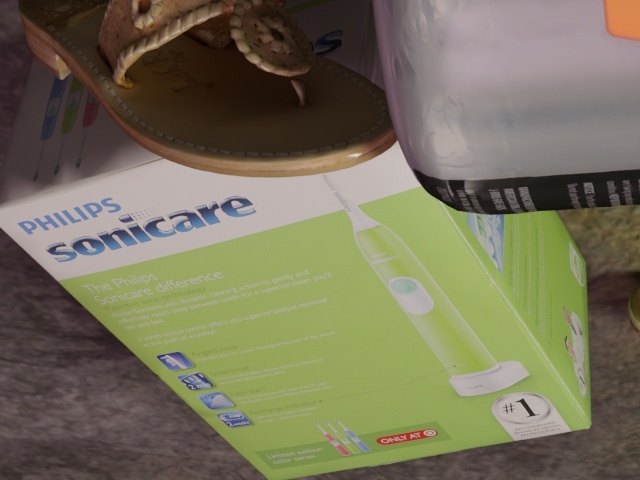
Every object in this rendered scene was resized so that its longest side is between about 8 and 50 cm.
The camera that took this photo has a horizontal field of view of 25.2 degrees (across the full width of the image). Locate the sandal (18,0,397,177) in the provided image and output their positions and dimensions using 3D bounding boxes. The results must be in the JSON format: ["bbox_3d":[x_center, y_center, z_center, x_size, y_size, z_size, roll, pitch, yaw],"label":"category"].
[{"bbox_3d":[-0.066,-0.099,0.600,0.240,0.088,0.079,29,139,46],"label":"sandal"}]

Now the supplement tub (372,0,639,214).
[{"bbox_3d":[0.194,-0.121,0.496,0.338,0.207,0.207,-4,142,14],"label":"supplement tub"}]

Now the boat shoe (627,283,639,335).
[{"bbox_3d":[0.251,0.060,0.855,0.153,0.056,0.048,7,139,-13],"label":"boat shoe"}]

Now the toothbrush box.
[{"bbox_3d":[0.000,0.000,0.758,0.206,0.122,0.283,-14,139,25],"label":"toothbrush box"}]
